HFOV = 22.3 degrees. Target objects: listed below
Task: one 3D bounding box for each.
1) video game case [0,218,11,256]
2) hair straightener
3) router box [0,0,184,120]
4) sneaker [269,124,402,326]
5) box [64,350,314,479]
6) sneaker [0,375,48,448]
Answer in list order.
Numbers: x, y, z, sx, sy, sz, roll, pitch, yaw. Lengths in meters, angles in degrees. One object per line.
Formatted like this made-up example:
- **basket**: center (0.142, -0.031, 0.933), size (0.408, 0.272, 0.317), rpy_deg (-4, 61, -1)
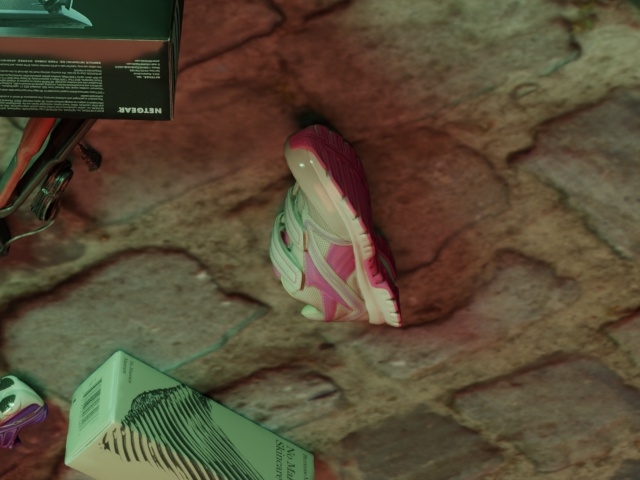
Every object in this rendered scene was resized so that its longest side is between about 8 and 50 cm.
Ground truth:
- **video game case**: center (-0.453, -0.074, 1.530), size (0.248, 0.035, 0.274), rpy_deg (-9, 133, 7)
- **hair straightener**: center (-0.246, -0.065, 1.518), size (0.089, 0.047, 0.230), rpy_deg (15, 122, -31)
- **router box**: center (-0.262, -0.200, 1.278), size (0.309, 0.243, 0.081), rpy_deg (2, 132, -1)
- **sneaker**: center (0.000, 0.000, 1.556), size (0.111, 0.103, 0.252), rpy_deg (-13, 130, 9)
- **box**: center (-0.138, 0.238, 1.766), size (0.275, 0.113, 0.094), rpy_deg (30, 124, -27)
- **sneaker**: center (-0.369, 0.215, 1.774), size (0.170, 0.068, 0.071), rpy_deg (-29, 132, 22)
